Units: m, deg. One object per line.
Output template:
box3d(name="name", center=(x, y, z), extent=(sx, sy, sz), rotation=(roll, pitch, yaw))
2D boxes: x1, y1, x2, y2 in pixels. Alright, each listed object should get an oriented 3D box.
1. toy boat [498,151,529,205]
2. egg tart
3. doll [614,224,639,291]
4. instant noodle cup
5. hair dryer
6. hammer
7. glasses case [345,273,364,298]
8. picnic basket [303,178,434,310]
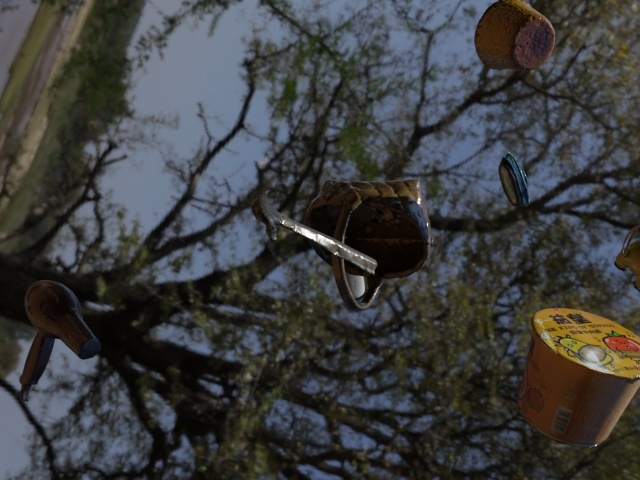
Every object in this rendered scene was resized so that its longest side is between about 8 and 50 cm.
box3d(name="toy boat", center=(0.475, -0.149, 1.929), extent=(0.061, 0.137, 0.060), rotation=(-28, -174, -37))
box3d(name="egg tart", center=(0.560, -0.577, 2.242), extent=(0.215, 0.215, 0.171), rotation=(-62, -147, 12))
box3d(name="doll", center=(0.685, 0.015, 1.566), extent=(0.135, 0.143, 0.221), rotation=(58, -15, 22))
box3d(name="instant noodle cup", center=(0.448, 0.241, 1.374), extent=(0.216, 0.216, 0.172), rotation=(-111, -149, -62))
box3d(name="hair dryer", center=(-0.680, 0.294, 1.980), extent=(0.312, 0.123, 0.340), rotation=(39, -68, 41))
box3d(name="hammer", center=(-0.001, 0.001, 1.330), extent=(0.027, 0.297, 0.125), rotation=(-43, -136, 22))
box3d(name="glasses case", center=(0.087, 0.085, 2.444), extent=(0.049, 0.074, 0.193), rotation=(-178, -104, -78))
box3d(name="picnic basket", center=(0.106, 0.016, 1.982), extent=(0.337, 0.293, 0.337), rotation=(-13, -142, 10))
